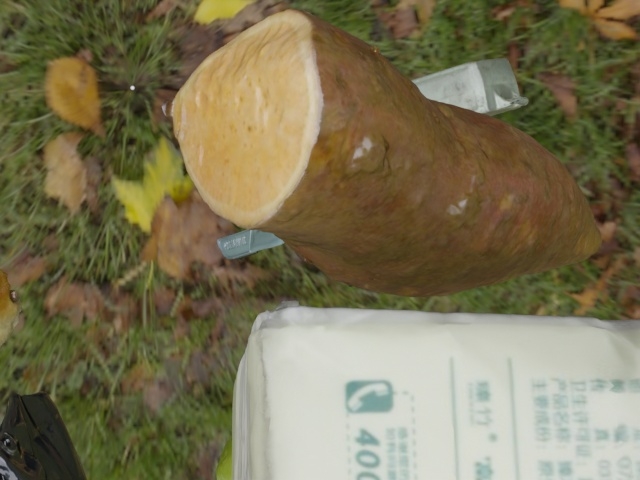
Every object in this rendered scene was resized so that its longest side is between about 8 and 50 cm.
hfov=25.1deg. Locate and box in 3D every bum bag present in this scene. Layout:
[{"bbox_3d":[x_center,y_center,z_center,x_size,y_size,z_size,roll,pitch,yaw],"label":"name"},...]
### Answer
[{"bbox_3d":[-0.160,0.216,0.918,0.060,0.123,0.248,-2,111,13],"label":"bum bag"}]

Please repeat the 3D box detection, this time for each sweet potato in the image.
[{"bbox_3d":[0.064,-0.023,0.859,0.337,0.131,0.131,23,93,-44],"label":"sweet potato"}]

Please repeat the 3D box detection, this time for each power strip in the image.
[{"bbox_3d":[0.063,-0.114,1.328,0.272,0.078,0.052,-15,90,35],"label":"power strip"}]

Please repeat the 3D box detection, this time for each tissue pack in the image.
[{"bbox_3d":[0.104,0.230,0.647,0.297,0.207,0.380,3,73,-5],"label":"tissue pack"}]

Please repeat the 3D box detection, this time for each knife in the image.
[{"bbox_3d":[-0.063,-0.001,1.376,0.015,0.210,0.028,-14,88,-21],"label":"knife"}]

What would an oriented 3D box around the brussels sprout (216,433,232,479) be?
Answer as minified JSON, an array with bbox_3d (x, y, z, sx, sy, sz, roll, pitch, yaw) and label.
[{"bbox_3d":[-0.033,0.288,1.892,0.161,0.223,0.223,44,89,-10],"label":"brussels sprout"}]

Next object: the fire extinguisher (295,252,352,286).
[{"bbox_3d":[0.000,0.000,1.126,0.045,0.157,0.078,-38,98,-2],"label":"fire extinguisher"}]

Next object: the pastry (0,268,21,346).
[{"bbox_3d":[-0.492,0.048,1.635,0.237,0.170,0.256,1,125,32],"label":"pastry"}]
